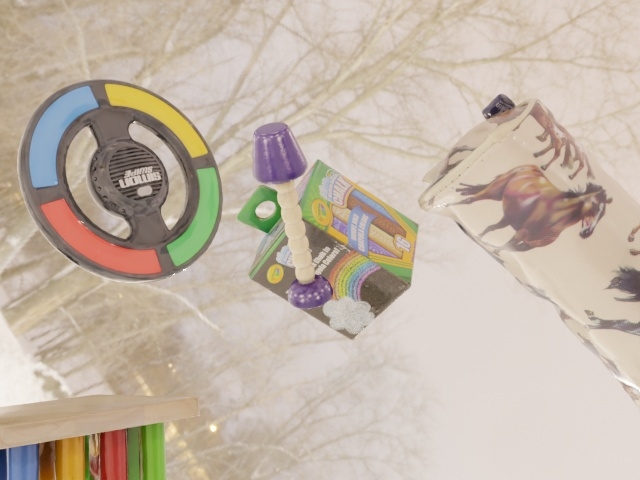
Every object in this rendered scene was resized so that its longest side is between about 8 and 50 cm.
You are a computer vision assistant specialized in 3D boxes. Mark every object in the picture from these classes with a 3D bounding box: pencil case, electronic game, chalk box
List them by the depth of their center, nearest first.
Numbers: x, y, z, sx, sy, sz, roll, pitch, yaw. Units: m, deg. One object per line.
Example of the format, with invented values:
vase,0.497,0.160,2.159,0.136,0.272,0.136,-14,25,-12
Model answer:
pencil case,0.294,0.031,0.730,0.410,0.160,0.183,43,1,-6
electronic game,-0.205,-0.066,0.732,0.048,0.229,0.229,-23,-78,46
chalk box,0.000,0.000,1.180,0.289,0.179,0.180,34,-54,-11

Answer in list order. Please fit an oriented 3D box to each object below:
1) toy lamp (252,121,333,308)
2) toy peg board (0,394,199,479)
toy lamp,-0.042,-0.032,0.966,0.080,0.080,0.274,32,-41,52
toy peg board,-0.204,0.169,0.531,0.161,0.160,0.079,-11,-100,42
